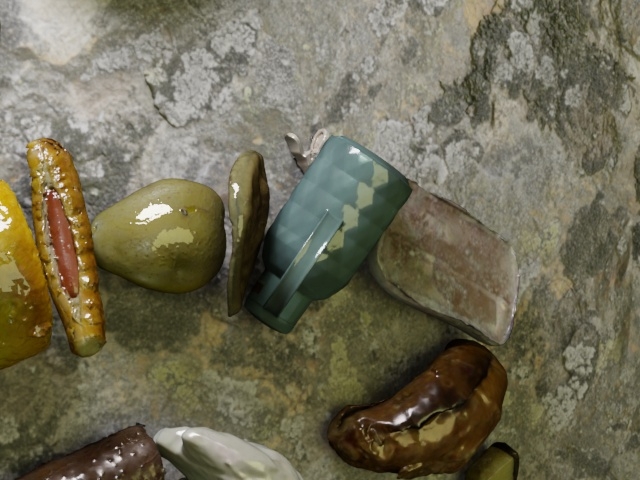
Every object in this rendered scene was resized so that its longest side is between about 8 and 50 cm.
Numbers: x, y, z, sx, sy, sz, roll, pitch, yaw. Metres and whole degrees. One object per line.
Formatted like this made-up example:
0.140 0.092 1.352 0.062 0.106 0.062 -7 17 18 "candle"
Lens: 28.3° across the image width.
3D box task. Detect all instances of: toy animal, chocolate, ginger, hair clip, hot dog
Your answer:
-0.094 0.355 1.779 0.308 0.266 0.188 49 54 2 "toy animal"
0.185 0.040 1.997 0.303 0.100 0.185 31 66 -33 "chocolate"
0.172 0.271 1.963 0.321 0.172 0.165 -25 144 -31 "ginger"
0.003 -0.061 1.910 0.072 0.034 0.226 -22 105 -31 "hair clip"
-0.322 0.006 1.626 0.068 0.083 0.289 -16 80 5 "hot dog"

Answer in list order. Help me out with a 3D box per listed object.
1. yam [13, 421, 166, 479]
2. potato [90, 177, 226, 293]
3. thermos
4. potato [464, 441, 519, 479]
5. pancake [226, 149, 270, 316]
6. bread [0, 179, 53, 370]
-0.334 0.346 1.656 0.279 0.131 0.131 -22 104 -31 "yam"
-0.219 -0.006 1.713 0.194 0.157 0.157 -4 95 -20 "potato"
0.000 0.000 1.802 0.145 0.182 0.286 33 87 0 "thermos"
0.268 0.391 2.087 0.103 0.066 0.096 -26 131 -35 "potato"
-0.099 -0.007 1.738 0.050 0.242 0.242 6 89 4 "pancake"
-0.417 0.052 1.574 0.160 0.147 0.261 -15 100 -29 "bread"
